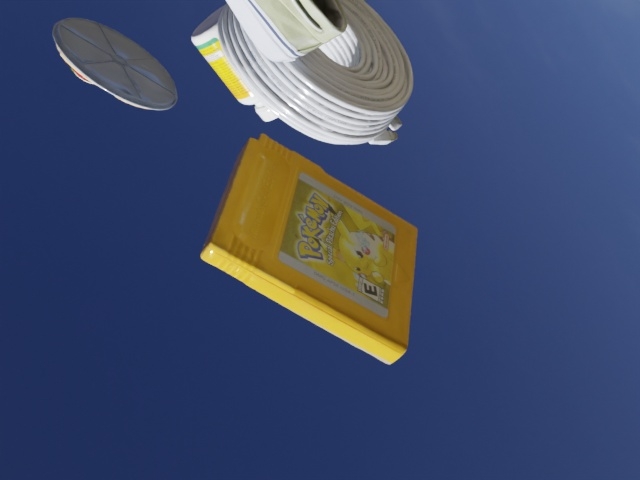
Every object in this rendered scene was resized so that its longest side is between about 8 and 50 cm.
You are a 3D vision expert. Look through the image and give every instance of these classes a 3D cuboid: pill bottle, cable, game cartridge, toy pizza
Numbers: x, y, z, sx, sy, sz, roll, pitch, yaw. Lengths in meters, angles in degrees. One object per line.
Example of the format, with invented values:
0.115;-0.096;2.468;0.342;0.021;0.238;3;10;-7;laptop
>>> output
-0.132;-0.327;1.546;0.208;0.117;0.118;51;-145;-26;pill bottle
-0.001;-0.236;1.051;0.257;0.089;0.257;-19;-107;-50;cable
0.000;0.000;1.250;0.323;0.053;0.285;31;-141;-17;game cartridge
-0.302;-0.253;1.224;0.201;0.032;0.201;33;-155;-17;toy pizza

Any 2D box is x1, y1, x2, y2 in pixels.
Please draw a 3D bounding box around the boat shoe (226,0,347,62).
-0.076;-0.307;0.827;0.302;0.094;0.109;47;-142;-42;boat shoe
